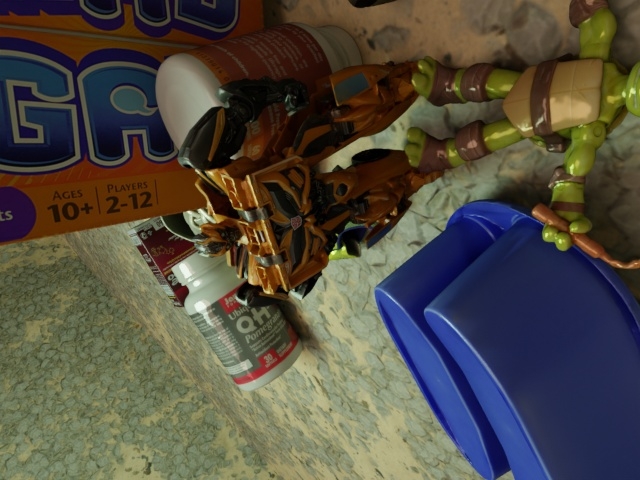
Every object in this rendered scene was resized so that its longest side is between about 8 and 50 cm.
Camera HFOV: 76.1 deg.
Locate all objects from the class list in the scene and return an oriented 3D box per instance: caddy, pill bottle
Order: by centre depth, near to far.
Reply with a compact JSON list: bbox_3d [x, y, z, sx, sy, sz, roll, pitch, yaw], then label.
[{"bbox_3d":[0.213,0.124,0.430,0.342,0.179,0.241,61,169,-11],"label":"caddy"},{"bbox_3d":[-0.053,-0.163,0.446,0.121,0.216,0.121,31,140,29],"label":"pill bottle"},{"bbox_3d":[-0.192,0.160,0.925,0.176,0.176,0.319,-21,103,54],"label":"pill bottle"}]

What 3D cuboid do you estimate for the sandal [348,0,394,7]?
[{"bbox_3d":[0.108,-0.270,0.262,0.302,0.120,0.086,-13,96,53],"label":"sandal"}]

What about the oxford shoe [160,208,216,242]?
[{"bbox_3d":[-0.176,-0.077,0.746,0.449,0.130,0.169,-10,109,51],"label":"oxford shoe"}]

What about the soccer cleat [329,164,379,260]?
[{"bbox_3d":[-0.001,0.001,0.640,0.121,0.093,0.289,45,146,0],"label":"soccer cleat"}]

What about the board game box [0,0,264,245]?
[{"bbox_3d":[-0.316,-0.226,0.502,0.356,0.356,0.357,16,114,41],"label":"board game box"}]

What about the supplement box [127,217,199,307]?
[{"bbox_3d":[-0.389,0.045,1.095,0.073,0.130,0.240,-7,115,51],"label":"supplement box"}]

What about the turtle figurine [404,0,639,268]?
[{"bbox_3d":[0.178,-0.124,0.328,0.217,0.087,0.270,11,107,49],"label":"turtle figurine"}]

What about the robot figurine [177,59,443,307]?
[{"bbox_3d":[0.010,-0.064,0.393,0.085,0.291,0.211,14,130,43],"label":"robot figurine"}]
